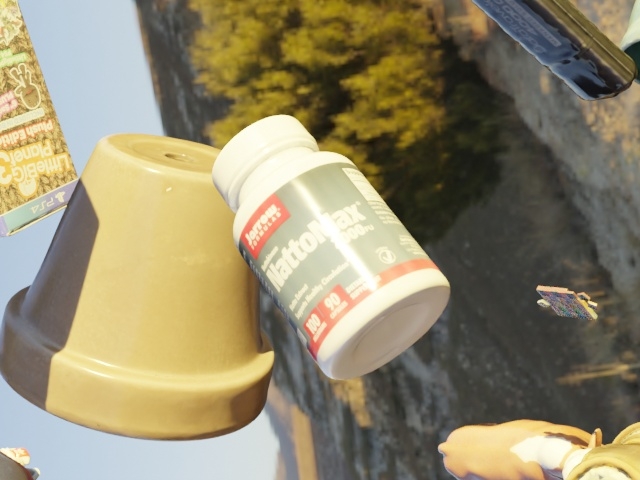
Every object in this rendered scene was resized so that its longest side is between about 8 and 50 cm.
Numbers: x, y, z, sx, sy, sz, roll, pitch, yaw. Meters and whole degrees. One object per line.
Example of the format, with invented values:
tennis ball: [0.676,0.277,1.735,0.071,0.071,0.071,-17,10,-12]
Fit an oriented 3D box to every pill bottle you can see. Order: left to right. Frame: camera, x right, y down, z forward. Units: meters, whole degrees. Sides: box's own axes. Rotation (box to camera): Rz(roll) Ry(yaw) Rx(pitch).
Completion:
pill bottle: [0.000,0.000,0.773,0.180,0.108,0.108,53,166,25]

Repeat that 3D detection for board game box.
board game box: [-0.471,-0.156,1.370,0.141,0.232,0.291,-36,-65,-51]

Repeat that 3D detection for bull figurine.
bull figurine: [0.291,0.285,1.351,0.310,0.188,0.101,-2,68,55]

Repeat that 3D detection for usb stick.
usb stick: [0.203,-0.226,1.045,0.077,0.278,0.045,-9,53,55]

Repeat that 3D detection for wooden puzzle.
wooden puzzle: [0.260,0.066,1.127,0.049,0.006,0.083,44,157,-31]

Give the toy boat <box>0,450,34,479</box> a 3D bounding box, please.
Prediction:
toy boat: [-0.374,0.283,1.093,0.151,0.231,0.151,-54,-37,-23]

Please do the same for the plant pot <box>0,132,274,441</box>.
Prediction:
plant pot: [-0.155,0.026,1.008,0.263,0.263,0.229,-101,23,-74]

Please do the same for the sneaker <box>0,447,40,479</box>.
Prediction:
sneaker: [-0.459,0.310,1.521,0.057,0.075,0.161,44,166,46]

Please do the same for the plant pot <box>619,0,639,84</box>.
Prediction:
plant pot: [0.483,-0.265,1.146,0.293,0.293,0.196,91,-168,-84]

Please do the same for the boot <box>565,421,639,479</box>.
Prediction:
boot: [0.266,0.234,0.741,0.236,0.089,0.269,48,-167,16]
